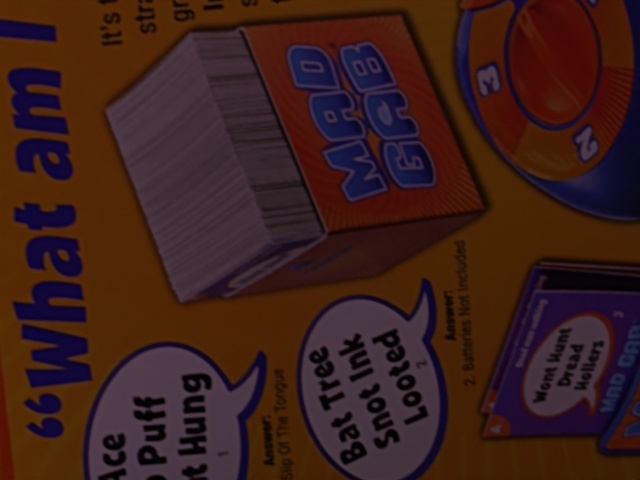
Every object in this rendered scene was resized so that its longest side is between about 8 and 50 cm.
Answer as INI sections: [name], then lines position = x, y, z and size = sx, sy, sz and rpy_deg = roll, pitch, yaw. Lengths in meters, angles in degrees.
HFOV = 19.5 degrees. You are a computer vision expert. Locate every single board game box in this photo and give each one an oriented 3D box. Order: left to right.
[board game box]
position = 0.013, -0.096, 0.748
size = 0.356, 0.357, 0.356
rpy_deg = -7, 9, -13
